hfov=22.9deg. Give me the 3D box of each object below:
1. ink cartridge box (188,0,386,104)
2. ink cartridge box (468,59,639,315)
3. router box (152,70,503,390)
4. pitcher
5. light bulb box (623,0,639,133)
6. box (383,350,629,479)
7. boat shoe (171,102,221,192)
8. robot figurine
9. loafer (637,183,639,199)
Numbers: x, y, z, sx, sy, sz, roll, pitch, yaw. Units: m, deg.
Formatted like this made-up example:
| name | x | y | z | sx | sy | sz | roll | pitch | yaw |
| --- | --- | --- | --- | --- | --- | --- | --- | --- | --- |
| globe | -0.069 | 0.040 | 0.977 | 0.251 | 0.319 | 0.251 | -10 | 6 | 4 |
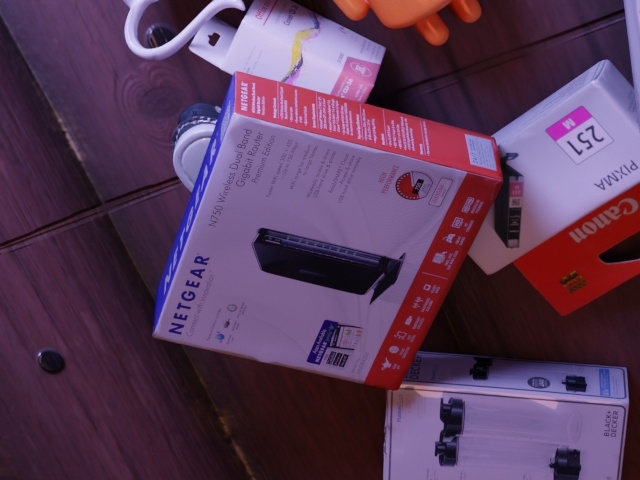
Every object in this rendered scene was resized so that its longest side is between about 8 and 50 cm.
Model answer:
| name | x | y | z | sx | sy | sz | roll | pitch | yaw |
| --- | --- | --- | --- | --- | --- | --- | --- | --- | --- |
| ink cartridge box | -0.035 | -0.210 | 1.737 | 0.198 | 0.115 | 0.067 | 25 | 119 | -5 |
| ink cartridge box | 0.287 | -0.037 | 1.765 | 0.239 | 0.060 | 0.275 | 46 | 128 | -11 |
| router box | 0.000 | 0.000 | 1.754 | 0.301 | 0.082 | 0.335 | 13 | 129 | -12 |
| pitcher | -0.121 | -0.291 | 1.693 | 0.207 | 0.125 | 0.177 | -8 | 84 | 17 |
| light bulb box | 0.486 | -0.175 | 1.484 | 0.361 | 0.225 | 0.358 | -8 | 96 | 4 |
| box | 0.224 | 0.232 | 1.928 | 0.290 | 0.087 | 0.169 | 3 | 116 | 7 |
| boat shoe | -0.060 | -0.041 | 1.838 | 0.114 | 0.091 | 0.302 | -28 | 122 | 13 |
| robot figurine | 0.085 | -0.313 | 1.664 | 0.158 | 0.128 | 0.219 | -21 | 113 | 40 |
| loafer | 0.396 | -0.104 | 1.755 | 0.050 | 0.056 | 0.148 | 23 | 117 | 5 |
